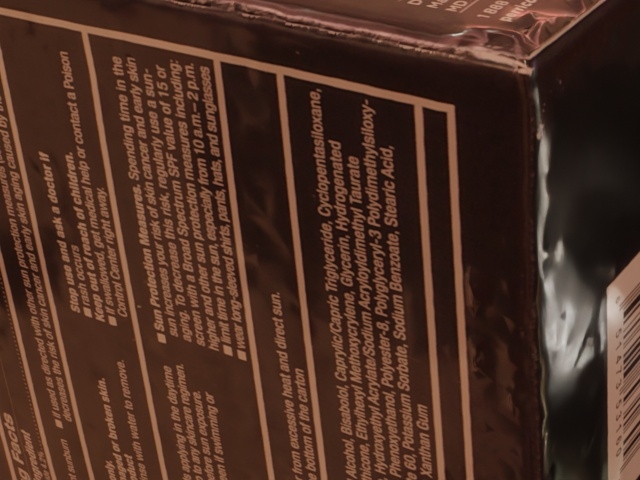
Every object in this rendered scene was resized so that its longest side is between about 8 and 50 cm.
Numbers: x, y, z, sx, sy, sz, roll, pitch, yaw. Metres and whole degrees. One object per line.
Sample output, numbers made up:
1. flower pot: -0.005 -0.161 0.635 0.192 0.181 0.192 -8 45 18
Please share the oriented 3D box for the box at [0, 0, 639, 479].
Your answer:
1. box: 0.000 0.000 0.629 0.294 0.296 0.183 16 37 31
